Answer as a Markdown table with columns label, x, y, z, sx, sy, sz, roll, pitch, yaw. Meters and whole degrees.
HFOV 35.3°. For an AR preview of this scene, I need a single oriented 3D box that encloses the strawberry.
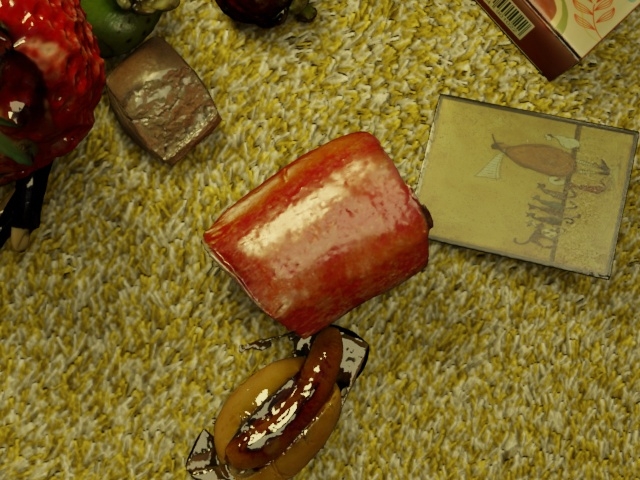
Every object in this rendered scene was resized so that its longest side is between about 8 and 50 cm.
| label | x | y | z | sx | sy | sz | roll | pitch | yaw |
| --- | --- | --- | --- | --- | --- | --- | --- | --- | --- |
| strawberry | -0.409 | -0.218 | 1.308 | 0.292 | 0.310 | 0.292 | 8 | 112 | 20 |

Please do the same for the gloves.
| label | x | y | z | sx | sy | sz | roll | pitch | yaw |
| --- | --- | --- | --- | --- | --- | --- | --- | --- | --- |
| gloves | -0.468 | -0.130 | 1.477 | 0.152 | 0.197 | 0.301 | -4 | 86 | 15 |

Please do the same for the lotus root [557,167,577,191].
| label | x | y | z | sx | sy | sz | roll | pitch | yaw |
| --- | --- | --- | --- | --- | --- | --- | --- | --- | --- |
| lotus root | 0.408 | -0.063 | 1.698 | 0.088 | 0.088 | 0.165 | 1 | 91 | -11 |

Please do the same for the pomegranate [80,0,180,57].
| label | x | y | z | sx | sy | sz | roll | pitch | yaw |
| --- | --- | --- | --- | --- | --- | --- | --- | --- | --- |
| pomegranate | -0.324 | -0.403 | 1.483 | 0.242 | 0.306 | 0.242 | 4 | 82 | -27 |

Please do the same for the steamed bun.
| label | x | y | z | sx | sy | sz | roll | pitch | yaw |
| --- | --- | --- | --- | --- | --- | --- | --- | --- | --- |
| steamed bun | -0.246 | -0.214 | 1.566 | 0.145 | 0.106 | 0.175 | -42 | 109 | -12 |

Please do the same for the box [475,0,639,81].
| label | x | y | z | sx | sy | sz | roll | pitch | yaw |
| --- | --- | --- | --- | --- | --- | --- | --- | --- | --- |
| box | 0.430 | -0.532 | 1.743 | 0.385 | 0.122 | 0.344 | -43 | 92 | -14 |

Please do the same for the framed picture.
| label | x | y | z | sx | sy | sz | roll | pitch | yaw |
| --- | --- | --- | --- | --- | --- | --- | --- | --- | --- |
| framed picture | 0.332 | -0.094 | 1.662 | 0.338 | 0.014 | 0.255 | 13 | 80 | 11 |

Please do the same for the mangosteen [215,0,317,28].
| label | x | y | z | sx | sy | sz | roll | pitch | yaw |
| --- | --- | --- | --- | --- | --- | --- | --- | --- | --- |
| mangosteen | -0.092 | -0.430 | 1.617 | 0.184 | 0.172 | 0.172 | -17 | 85 | -30 |

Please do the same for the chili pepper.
| label | x | y | z | sx | sy | sz | roll | pitch | yaw |
| --- | --- | --- | --- | --- | --- | --- | --- | --- | --- |
| chili pepper | 0.000 | 0.000 | 1.557 | 0.305 | 0.229 | 0.251 | -34 | 93 | -3 |

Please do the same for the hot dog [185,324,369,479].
| label | x | y | z | sx | sy | sz | roll | pitch | yaw |
| --- | --- | --- | --- | --- | --- | --- | --- | --- | --- |
| hot dog | -0.061 | 0.252 | 1.546 | 0.194 | 0.107 | 0.326 | 31 | 77 | -5 |
